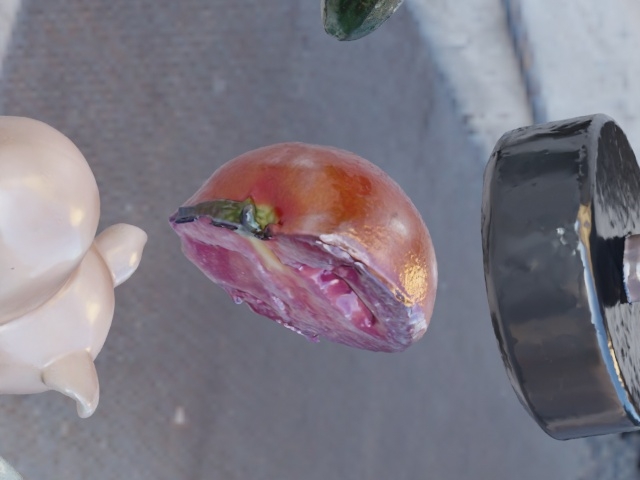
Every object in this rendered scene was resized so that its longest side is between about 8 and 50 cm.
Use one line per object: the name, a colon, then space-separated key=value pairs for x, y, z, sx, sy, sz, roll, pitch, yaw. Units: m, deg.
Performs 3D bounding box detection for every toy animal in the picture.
toy animal: x=-0.304 y=0.020 z=1.802 sx=0.269 sy=0.326 sz=0.237 roll=26 pitch=49 yaw=-15

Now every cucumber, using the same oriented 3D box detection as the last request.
cucumber: x=0.030 y=-0.144 z=0.982 sx=0.105 sy=0.048 sz=0.048 roll=-59 pitch=-174 yaw=49

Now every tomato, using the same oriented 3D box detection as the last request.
tomato: x=-0.002 y=-0.004 z=2.229 sx=0.176 sy=0.335 sz=0.290 roll=-64 pitch=145 yaw=-25

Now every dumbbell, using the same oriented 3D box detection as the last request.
dumbbell: x=0.196 y=0.005 z=0.844 sx=0.152 sy=0.218 sz=0.152 roll=-10 pitch=90 yaw=-69

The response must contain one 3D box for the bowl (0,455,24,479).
bowl: x=-0.351 y=0.267 z=1.693 sx=0.146 sy=0.313 sz=0.313 roll=-51 pitch=156 yaw=10
